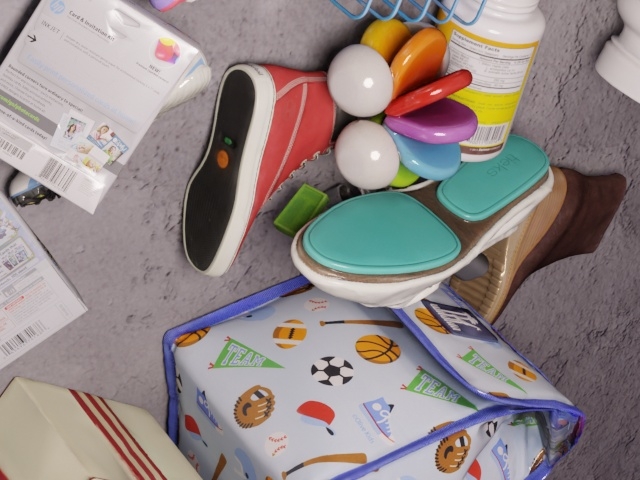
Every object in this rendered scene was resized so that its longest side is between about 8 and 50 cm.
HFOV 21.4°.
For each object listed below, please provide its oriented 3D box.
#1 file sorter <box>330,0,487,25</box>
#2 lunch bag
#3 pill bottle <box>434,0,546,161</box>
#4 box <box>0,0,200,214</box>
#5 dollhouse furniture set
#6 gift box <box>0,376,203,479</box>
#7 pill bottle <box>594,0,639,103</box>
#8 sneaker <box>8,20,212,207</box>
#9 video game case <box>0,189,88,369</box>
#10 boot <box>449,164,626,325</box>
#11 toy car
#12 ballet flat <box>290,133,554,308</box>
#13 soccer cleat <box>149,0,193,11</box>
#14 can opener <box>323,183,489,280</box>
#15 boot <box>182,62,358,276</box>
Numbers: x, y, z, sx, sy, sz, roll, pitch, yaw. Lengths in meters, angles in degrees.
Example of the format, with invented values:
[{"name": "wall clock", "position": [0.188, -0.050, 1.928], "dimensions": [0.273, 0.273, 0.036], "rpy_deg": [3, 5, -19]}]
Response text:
[{"name": "file sorter", "position": [0.088, -0.287, 1.707], "dimensions": [0.170, 0.104, 0.118], "rpy_deg": [-3, 126, -40]}, {"name": "lunch bag", "position": [0.062, 0.185, 1.939], "dimensions": [0.385, 0.328, 0.239], "rpy_deg": [-20, 134, -26]}, {"name": "pill bottle", "position": [0.175, -0.202, 1.853], "dimensions": [0.117, 0.117, 0.215], "rpy_deg": [-11, 131, -36]}, {"name": "box", "position": [-0.220, -0.139, 1.550], "dimensions": [0.145, 0.038, 0.186], "rpy_deg": [31, 105, -11]}, {"name": "dollhouse furniture set", "position": [0.000, 0.000, 1.884], "dimensions": [0.058, 0.076, 0.152], "rpy_deg": [-55, 155, -14]}, {"name": "gift box", "position": [-0.272, 0.328, 1.818], "dimensions": [0.276, 0.258, 0.255], "rpy_deg": [15, 113, -49]}, {"name": "pill bottle", "position": [0.463, -0.310, 1.961], "dimensions": [0.188, 0.188, 0.334], "rpy_deg": [9, 118, -46]}, {"name": "sneaker", "position": [-0.211, -0.118, 1.626], "dimensions": [0.237, 0.086, 0.085], "rpy_deg": [-38, 172, 11]}, {"name": "video game case", "position": [-0.391, 0.061, 1.609], "dimensions": [0.269, 0.061, 0.244], "rpy_deg": [-34, 142, -6]}, {"name": "boot", "position": [0.285, 0.020, 2.178], "dimensions": [0.207, 0.090, 0.248], "rpy_deg": [1, 120, -40]}, {"name": "toy car", "position": [0.099, -0.138, 1.749], "dimensions": [0.159, 0.136, 0.182], "rpy_deg": [-31, 123, -46]}, {"name": "ballet flat", "position": [0.114, 0.003, 1.862], "dimensions": [0.400, 0.139, 0.139], "rpy_deg": [-27, 141, -42]}, {"name": "soccer cleat", "position": [-0.100, -0.324, 1.538], "dimensions": [0.095, 0.083, 0.248], "rpy_deg": [30, 109, -21]}, {"name": "can opener", "position": [0.099, -0.018, 2.011], "dimensions": [0.095, 0.076, 0.283], "rpy_deg": [-22, 150, 24]}, {"name": "boot", "position": [-0.044, -0.072, 1.802], "dimensions": [0.176, 0.088, 0.244], "rpy_deg": [-4, 123, -42]}]
